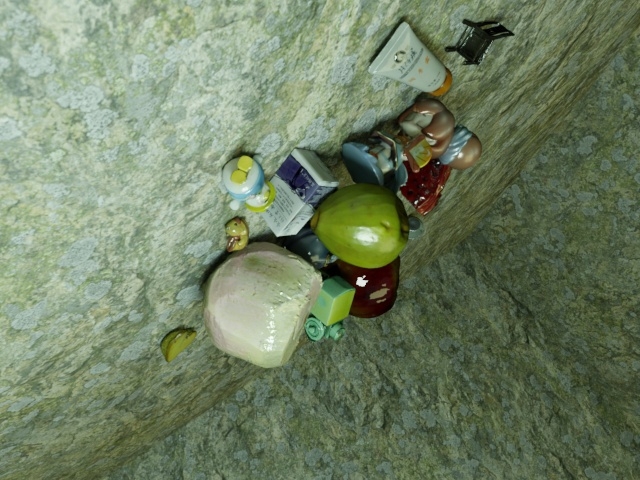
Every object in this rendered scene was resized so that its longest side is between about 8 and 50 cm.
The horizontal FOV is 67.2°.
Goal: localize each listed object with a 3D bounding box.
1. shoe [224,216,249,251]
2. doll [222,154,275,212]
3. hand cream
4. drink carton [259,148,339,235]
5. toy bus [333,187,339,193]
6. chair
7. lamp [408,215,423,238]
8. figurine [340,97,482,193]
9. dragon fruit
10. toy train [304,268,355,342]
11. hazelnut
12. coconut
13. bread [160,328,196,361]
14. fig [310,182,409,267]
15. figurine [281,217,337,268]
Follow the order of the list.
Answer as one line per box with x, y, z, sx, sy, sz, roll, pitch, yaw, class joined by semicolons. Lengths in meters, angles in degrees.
-0.244;-0.013;1.416;0.069;0.072;0.109;-31;160;-33;shoe
-0.176;-0.138;1.224;0.099;0.135;0.241;-12;162;10;doll
0.249;-0.467;1.268;0.314;0.089;0.139;0;136;-49;hand cream
-0.073;-0.131;1.361;0.222;0.134;0.102;-48;161;26;drink carton
0.032;-0.120;1.514;0.091;0.182;0.103;-36;169;-8;toy bus
0.469;-0.574;1.400;0.213;0.084;0.101;-20;151;-42;chair
0.469;-0.068;2.464;0.121;0.121;0.215;-39;174;3;lamp
0.284;-0.286;1.499;0.388;0.277;0.248;-36;137;-14;figurine
0.454;-0.246;1.894;0.286;0.228;0.329;-43;158;10;dragon fruit
-0.040;0.204;1.854;0.160;0.397;0.253;-18;132;-41;toy train
0.173;0.136;2.086;0.402;0.402;0.429;-40;163;6;hazelnut
-0.214;0.197;1.567;0.405;0.404;0.404;-33;160;-14;coconut
-0.530;0.369;1.801;0.149;0.065;0.187;-36;161;-39;bread
0.106;-0.040;1.340;0.271;0.239;0.239;-2;147;-19;fig
-0.010;0.001;1.738;0.265;0.197;0.175;-31;124;-12;figurine
